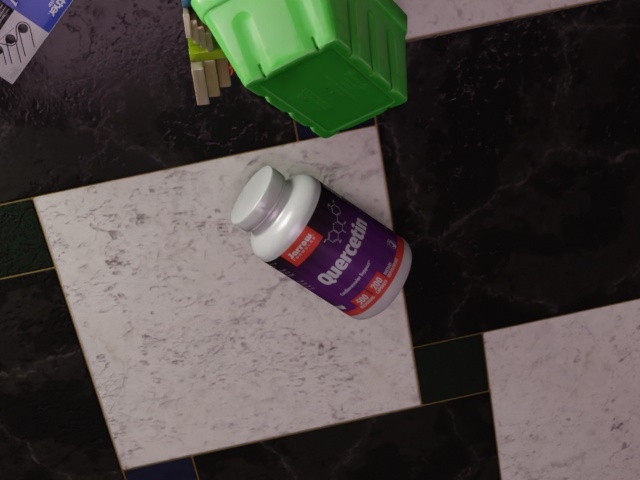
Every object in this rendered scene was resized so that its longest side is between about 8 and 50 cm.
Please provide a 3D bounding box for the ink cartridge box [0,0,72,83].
[{"bbox_3d":[-0.503,-0.375,1.835,0.097,0.046,0.207,34,107,-23],"label":"ink cartridge box"}]

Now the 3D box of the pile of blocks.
[{"bbox_3d":[-0.175,-0.409,1.805,0.113,0.149,0.362,-8,117,-3],"label":"pile of blocks"}]

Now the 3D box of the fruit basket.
[{"bbox_3d":[-0.014,-0.399,1.770,0.283,0.392,0.392,-23,118,20],"label":"fruit basket"}]

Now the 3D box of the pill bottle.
[{"bbox_3d":[0.000,0.000,2.013,0.323,0.181,0.181,33,108,-21],"label":"pill bottle"}]
